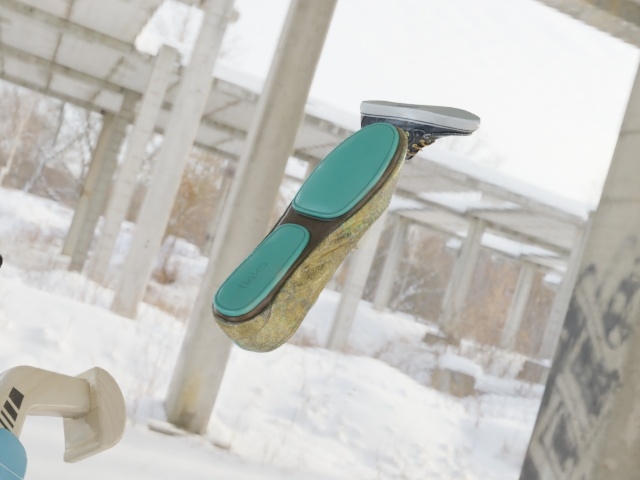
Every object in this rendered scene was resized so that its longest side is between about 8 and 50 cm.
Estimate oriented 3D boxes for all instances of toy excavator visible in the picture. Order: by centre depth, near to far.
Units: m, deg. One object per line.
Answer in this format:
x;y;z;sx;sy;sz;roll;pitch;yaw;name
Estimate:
-0.438;0.253;1.117;0.222;0.445;0.433;-25;-55;23;toy excavator

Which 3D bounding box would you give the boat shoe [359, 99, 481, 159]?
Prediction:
0.137;-0.147;1.253;0.183;0.083;0.065;13;21;32;boat shoe

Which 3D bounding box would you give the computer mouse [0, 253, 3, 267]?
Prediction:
-0.337;-0.062;0.687;0.188;0.272;0.072;-17;-16;7;computer mouse

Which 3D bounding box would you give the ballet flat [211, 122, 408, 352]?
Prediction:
0.000;0.000;1.131;0.123;0.348;0.123;34;-21;15;ballet flat
